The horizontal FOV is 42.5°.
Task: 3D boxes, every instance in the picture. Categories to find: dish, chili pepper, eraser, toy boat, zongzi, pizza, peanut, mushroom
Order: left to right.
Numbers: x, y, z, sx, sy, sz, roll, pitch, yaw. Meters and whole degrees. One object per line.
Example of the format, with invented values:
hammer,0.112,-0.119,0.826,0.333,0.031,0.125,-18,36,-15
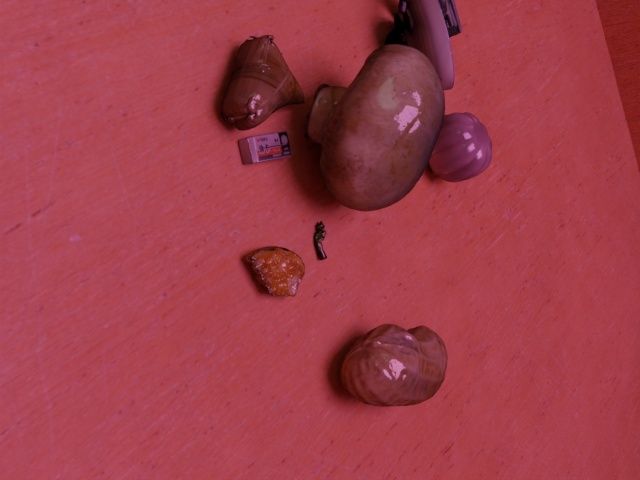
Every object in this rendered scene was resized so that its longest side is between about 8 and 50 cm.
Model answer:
eraser,-0.105,-0.180,1.594,0.122,0.029,0.052,-19,99,-51
zongzi,-0.098,-0.266,1.574,0.197,0.099,0.194,48,49,-45
pizza,-0.085,0.060,1.573,0.160,0.036,0.099,4,80,-51
chili pepper,0.000,0.000,1.706,0.027,0.022,0.083,-2,86,-18
mushroom,0.112,-0.231,1.689,0.352,0.260,0.352,19,90,-81
peanut,0.166,0.273,1.765,0.340,0.158,0.174,18,40,-53
dish,0.219,-0.480,1.974,0.273,0.134,0.273,-15,90,-90
toy boat,0.300,-0.650,2.147,0.260,0.078,0.085,62,28,-27

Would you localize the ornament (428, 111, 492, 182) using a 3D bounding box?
ornament,0.341,-0.233,2.078,0.177,0.177,0.177,12,75,-50
